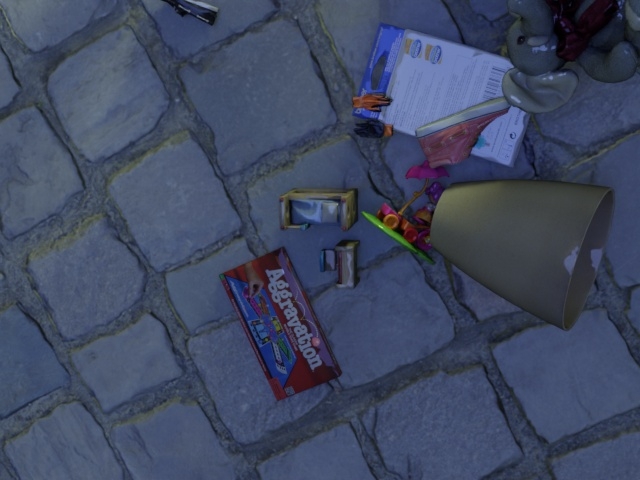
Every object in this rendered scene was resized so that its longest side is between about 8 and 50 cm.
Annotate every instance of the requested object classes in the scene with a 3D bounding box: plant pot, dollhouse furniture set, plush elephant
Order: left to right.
[{"bbox_3d":[0.000,0.000,1.764,0.129,0.129,0.184,1,100,12],"label":"dollhouse furniture set"},{"bbox_3d":[0.342,-0.005,1.648,0.274,0.256,0.257,18,104,24],"label":"plant pot"},{"bbox_3d":[0.413,-0.358,1.533,0.255,0.330,0.272,-8,65,14],"label":"plush elephant"}]

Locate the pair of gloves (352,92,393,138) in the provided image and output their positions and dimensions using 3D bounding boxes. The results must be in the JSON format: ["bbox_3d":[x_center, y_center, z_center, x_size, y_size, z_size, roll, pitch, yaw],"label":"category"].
[{"bbox_3d":[0.096,-0.227,1.704,0.074,0.010,0.083,-1,106,11],"label":"pair of gloves"}]

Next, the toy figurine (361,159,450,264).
[{"bbox_3d":[0.190,-0.064,1.732,0.173,0.130,0.159,34,96,-18],"label":"toy figurine"}]

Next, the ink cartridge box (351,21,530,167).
[{"bbox_3d":[0.231,-0.268,1.701,0.311,0.065,0.186,18,105,6],"label":"ink cartridge box"}]

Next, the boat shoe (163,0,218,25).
[{"bbox_3d":[-0.257,-0.444,1.784,0.125,0.046,0.038,18,99,0],"label":"boat shoe"}]

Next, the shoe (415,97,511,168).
[{"bbox_3d":[0.261,-0.188,1.652,0.178,0.063,0.081,-19,100,21],"label":"shoe"}]

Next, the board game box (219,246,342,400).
[{"bbox_3d":[-0.080,0.168,1.865,0.145,0.027,0.281,-24,94,14],"label":"board game box"}]
